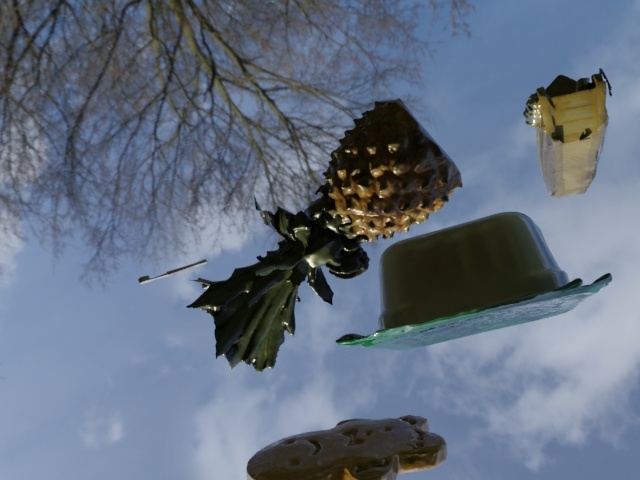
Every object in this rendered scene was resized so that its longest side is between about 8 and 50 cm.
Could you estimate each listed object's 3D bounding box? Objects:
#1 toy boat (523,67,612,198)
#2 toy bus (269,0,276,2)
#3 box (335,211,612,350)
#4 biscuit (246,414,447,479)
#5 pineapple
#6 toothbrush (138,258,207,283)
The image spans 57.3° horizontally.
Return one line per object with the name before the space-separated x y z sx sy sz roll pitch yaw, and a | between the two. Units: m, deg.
toy boat | 0.473 -0.201 1.147 0.135 0.445 0.162 -12 -108 18
toy bus | -0.021 -0.488 0.723 0.324 0.161 0.194 -62 -166 -22
box | 0.173 0.054 0.698 0.264 0.336 0.106 -16 -106 13
biscuit | 0.042 0.381 1.057 0.354 0.275 0.052 -9 -88 -3
pineapple | 0.000 0.000 0.546 0.277 0.130 0.119 -42 -108 12
toothbrush | -0.379 0.080 1.512 0.017 0.194 0.014 59 -41 17
